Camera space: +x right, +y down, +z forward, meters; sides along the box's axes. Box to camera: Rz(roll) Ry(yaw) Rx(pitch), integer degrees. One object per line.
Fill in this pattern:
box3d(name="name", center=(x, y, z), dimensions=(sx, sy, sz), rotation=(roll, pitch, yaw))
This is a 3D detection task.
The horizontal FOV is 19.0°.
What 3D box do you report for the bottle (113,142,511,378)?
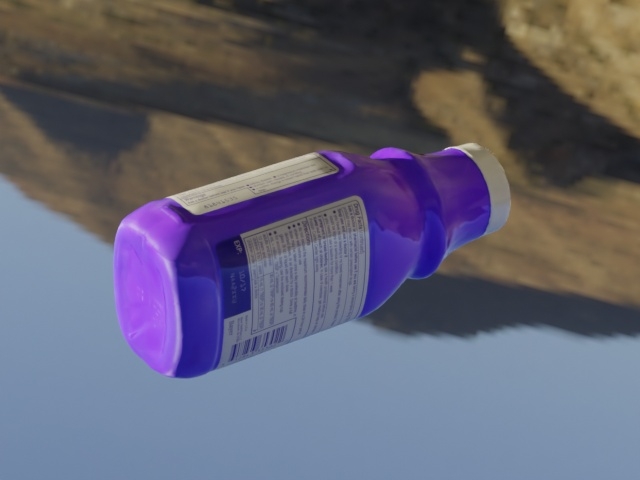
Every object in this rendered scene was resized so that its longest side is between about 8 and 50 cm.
box3d(name="bottle", center=(0.000, 0.000, 1.282), dimensions=(0.283, 0.118, 0.092), rotation=(-19, -142, -31))
